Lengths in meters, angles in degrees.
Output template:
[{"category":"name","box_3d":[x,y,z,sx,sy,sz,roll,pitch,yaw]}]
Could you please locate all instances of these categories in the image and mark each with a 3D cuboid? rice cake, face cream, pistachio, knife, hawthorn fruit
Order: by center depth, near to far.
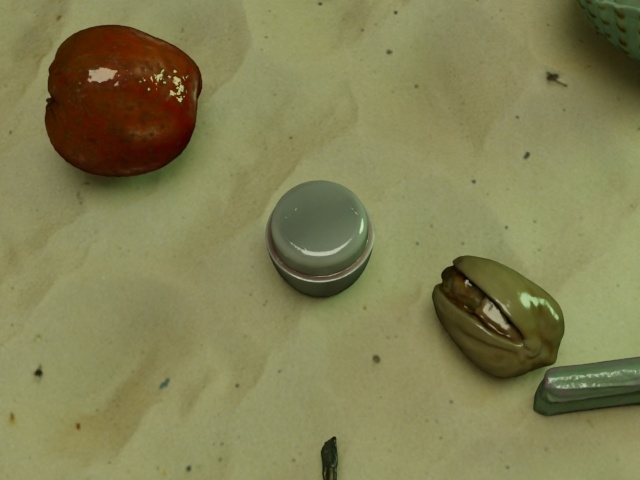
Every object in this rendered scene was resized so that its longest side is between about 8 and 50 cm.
[{"category":"knife","box_3d":[0.002,0.302,1.106,0.021,0.045,0.222,23,55,-29]},{"category":"rice cake","box_3d":[0.331,0.143,1.149,0.221,0.080,0.042,-5,60,-1]},{"category":"pistachio","box_3d":[0.184,0.077,1.178,0.113,0.113,0.149,-33,61,-14]},{"category":"face cream","box_3d":[0.000,0.000,1.219,0.117,0.104,0.117,-1,63,2]},{"category":"hawthorn fruit","box_3d":[-0.223,-0.159,1.275,0.189,0.189,0.189,-1,63,1]}]

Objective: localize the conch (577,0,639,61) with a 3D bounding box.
[{"category":"conch","box_3d":[0.454,-0.295,1.303,0.319,0.215,0.303,14,53,44]}]
